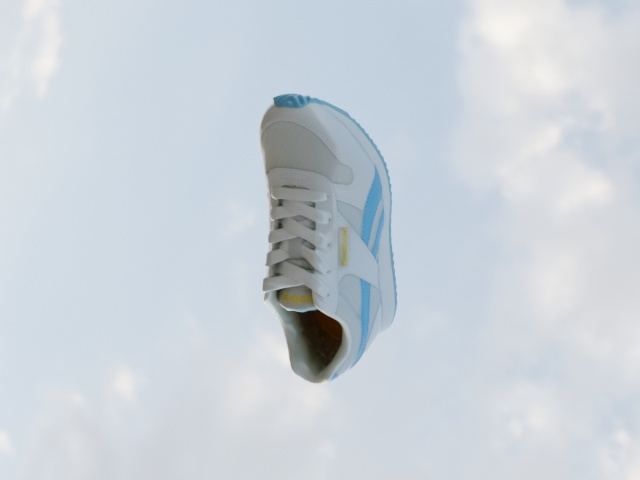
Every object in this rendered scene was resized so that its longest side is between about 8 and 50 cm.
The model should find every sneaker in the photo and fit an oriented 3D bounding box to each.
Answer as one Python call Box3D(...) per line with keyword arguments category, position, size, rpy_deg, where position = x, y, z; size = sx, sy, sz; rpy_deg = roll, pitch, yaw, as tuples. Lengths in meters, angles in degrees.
Box3D(category="sneaker", position=(0.000, 0.000, 1.389), size=(0.087, 0.228, 0.092), rpy_deg=(6, -143, 29))
